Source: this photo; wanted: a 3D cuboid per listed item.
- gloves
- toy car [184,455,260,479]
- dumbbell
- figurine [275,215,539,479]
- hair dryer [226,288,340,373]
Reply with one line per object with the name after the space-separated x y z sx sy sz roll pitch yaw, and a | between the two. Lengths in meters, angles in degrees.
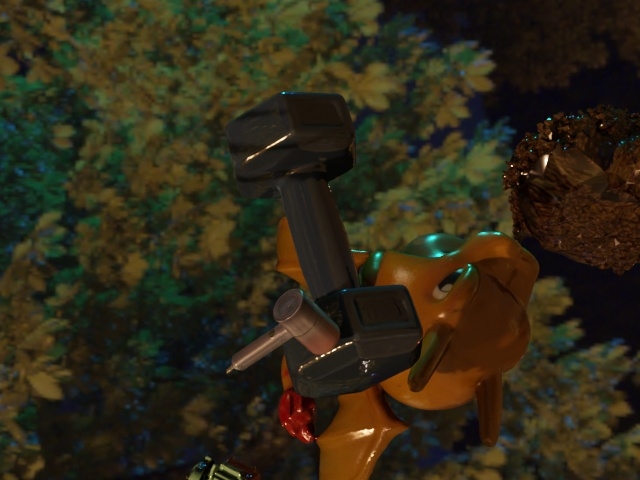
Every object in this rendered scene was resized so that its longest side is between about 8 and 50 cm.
0.344 -0.056 1.182 0.210 0.312 0.135 105 151 -48 | gloves
-0.101 0.285 1.072 0.054 0.073 0.143 -18 -56 -62 | toy car
0.000 0.000 1.181 0.144 0.160 0.325 21 -134 -58 | dumbbell
0.110 0.155 1.539 0.268 0.387 0.401 3 -98 -36 | figurine
-0.043 0.099 1.038 0.063 0.114 0.037 46 -162 -33 | hair dryer
